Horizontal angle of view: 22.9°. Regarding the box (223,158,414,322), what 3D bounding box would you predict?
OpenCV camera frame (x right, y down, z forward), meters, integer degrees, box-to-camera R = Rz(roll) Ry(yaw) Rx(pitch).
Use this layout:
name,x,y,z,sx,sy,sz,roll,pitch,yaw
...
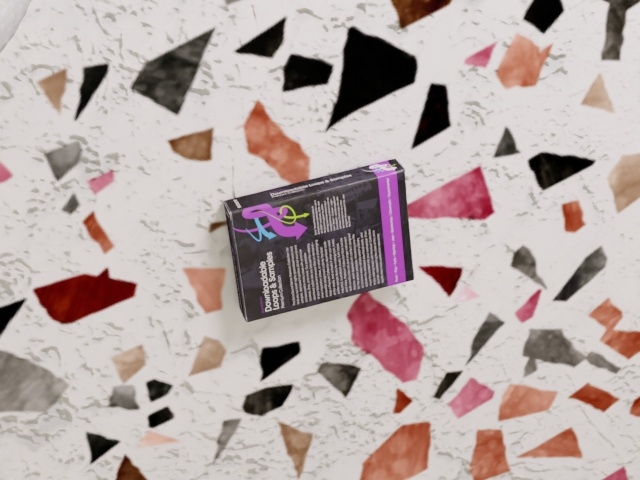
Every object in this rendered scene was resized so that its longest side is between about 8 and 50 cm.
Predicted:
name,x,y,z,sx,sy,sz,roll,pitch,yaw
box,0.000,0.000,1.403,0.162,0.029,0.116,-14,121,-13

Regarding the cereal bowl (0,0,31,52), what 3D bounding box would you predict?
name,x,y,z,sx,sy,sz,roll,pitch,yaw
cereal bowl,-0.348,-0.216,1.088,0.339,0.141,0.339,-9,121,-16
